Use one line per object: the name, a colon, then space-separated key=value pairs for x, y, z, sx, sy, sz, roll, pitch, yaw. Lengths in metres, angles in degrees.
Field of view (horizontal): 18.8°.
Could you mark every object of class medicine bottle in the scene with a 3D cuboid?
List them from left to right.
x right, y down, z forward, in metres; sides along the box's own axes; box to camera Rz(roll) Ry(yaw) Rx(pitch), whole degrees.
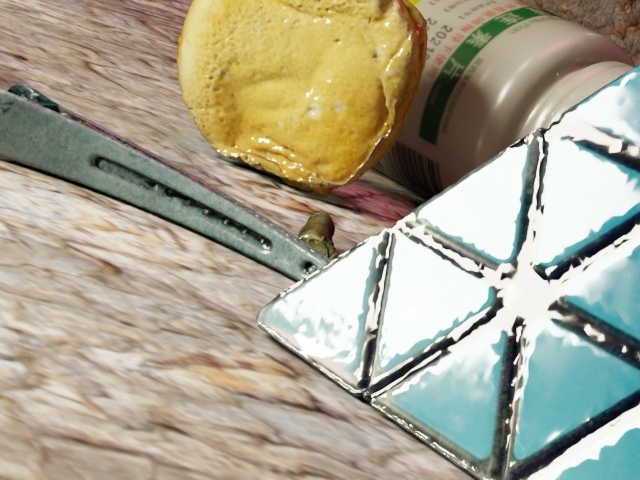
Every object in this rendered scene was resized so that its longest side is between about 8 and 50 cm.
medicine bottle: x=0.185 y=-0.108 z=1.777 sx=0.208 sy=0.208 sz=0.340 roll=10 pitch=15 yaw=-45

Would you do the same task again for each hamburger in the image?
hamburger: x=-0.018 y=-0.148 z=1.621 sx=0.214 sy=0.213 sz=0.108 roll=23 pitch=13 yaw=9

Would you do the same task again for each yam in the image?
yam: x=0.000 y=0.000 z=1.383 sx=0.033 sy=0.027 sz=0.129 roll=12 pitch=9 yaw=3

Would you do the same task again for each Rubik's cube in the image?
Rubik's cube: x=0.145 y=0.057 z=1.080 sx=0.229 sy=0.233 sz=0.228 roll=-29 pitch=85 yaw=-29

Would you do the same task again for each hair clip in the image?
hair clip: x=-0.108 y=-0.037 z=1.313 sx=0.275 sy=0.048 sz=0.083 roll=24 pitch=7 yaw=7
